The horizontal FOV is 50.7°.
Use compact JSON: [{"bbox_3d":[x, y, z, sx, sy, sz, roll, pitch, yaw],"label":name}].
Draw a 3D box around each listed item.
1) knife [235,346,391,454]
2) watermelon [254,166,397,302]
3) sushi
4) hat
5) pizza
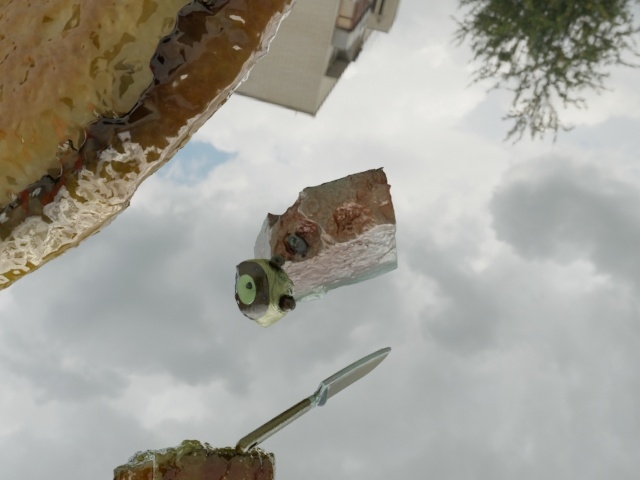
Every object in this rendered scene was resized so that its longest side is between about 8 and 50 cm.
[{"bbox_3d":[0.005,0.236,1.037,0.027,0.061,0.343,42,-142,24],"label":"knife"},{"bbox_3d":[0.004,0.015,1.184,0.264,0.302,0.151,-15,-104,-6],"label":"watermelon"},{"bbox_3d":[-0.172,0.368,0.985,0.274,0.184,0.139,17,-117,-32],"label":"sushi"},{"bbox_3d":[-0.060,0.056,0.800,0.059,0.076,0.077,-24,-134,17],"label":"hat"},{"bbox_3d":[-0.155,-0.156,0.442,0.435,0.080,0.392,-5,-111,27],"label":"pizza"}]
